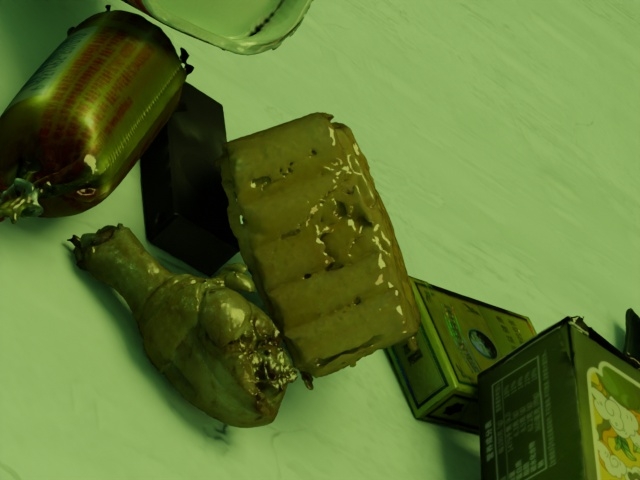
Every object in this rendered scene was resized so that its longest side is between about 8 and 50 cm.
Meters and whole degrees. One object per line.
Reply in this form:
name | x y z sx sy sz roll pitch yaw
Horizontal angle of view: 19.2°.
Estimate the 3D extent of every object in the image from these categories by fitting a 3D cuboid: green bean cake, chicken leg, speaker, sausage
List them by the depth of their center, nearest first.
chicken leg | -0.109 0.058 1.552 0.227 0.103 0.088 48 36 10
sausage | -0.202 -0.089 1.590 0.125 0.117 0.317 15 29 4
green bean cake | 0.000 0.000 1.665 0.229 0.131 0.224 -102 170 -84
speaker | -0.127 -0.068 1.766 0.082 0.044 0.218 32 30 -31

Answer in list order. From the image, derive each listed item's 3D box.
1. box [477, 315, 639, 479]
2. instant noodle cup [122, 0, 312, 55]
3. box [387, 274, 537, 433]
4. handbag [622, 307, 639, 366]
box | 0.318 0.330 1.744 0.373 0.138 0.420 36 37 -29
instant noodle cup | -0.143 -0.331 1.751 0.294 0.294 0.308 19 15 -46
box | 0.157 0.127 1.928 0.220 0.064 0.141 18 41 -45
handbag | 0.465 0.208 2.292 0.247 0.079 0.260 42 25 -14
